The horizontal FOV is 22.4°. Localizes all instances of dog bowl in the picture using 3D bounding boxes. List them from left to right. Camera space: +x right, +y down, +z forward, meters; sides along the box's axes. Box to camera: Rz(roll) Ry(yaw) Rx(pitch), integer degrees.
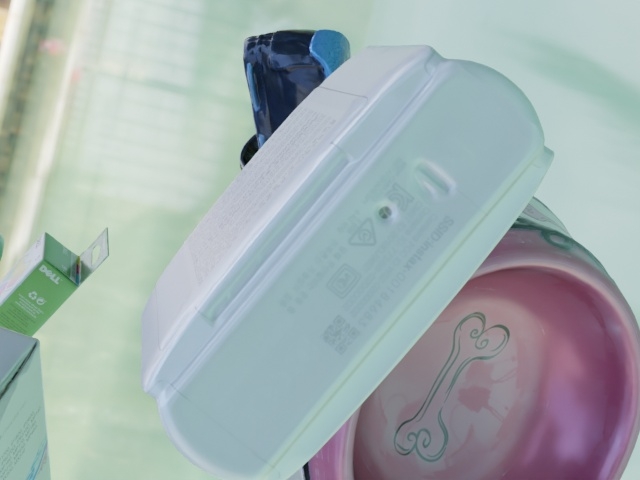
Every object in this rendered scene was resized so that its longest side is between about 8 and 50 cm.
[{"bbox_3d":[0.131,0.149,1.525,0.150,0.408,0.407,32,110,58],"label":"dog bowl"}]

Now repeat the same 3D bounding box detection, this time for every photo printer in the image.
[{"bbox_3d":[0.000,0.000,0.963,0.256,0.107,0.307,-50,9,0],"label":"photo printer"}]

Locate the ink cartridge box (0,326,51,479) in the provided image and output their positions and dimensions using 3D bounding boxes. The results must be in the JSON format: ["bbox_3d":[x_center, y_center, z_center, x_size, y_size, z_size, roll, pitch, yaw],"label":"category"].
[{"bbox_3d":[-0.362,0.201,1.432,0.131,0.226,0.306,-59,-19,-47],"label":"ink cartridge box"}]

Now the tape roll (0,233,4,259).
[{"bbox_3d":[-0.509,0.087,1.896,0.321,0.077,0.321,-37,22,18],"label":"tape roll"}]

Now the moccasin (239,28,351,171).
[{"bbox_3d":[-0.029,-0.095,1.742,0.137,0.117,0.342,-71,-13,-49],"label":"moccasin"}]

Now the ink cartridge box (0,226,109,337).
[{"bbox_3d":[-0.359,0.057,2.047,0.209,0.062,0.109,-46,18,9],"label":"ink cartridge box"}]
